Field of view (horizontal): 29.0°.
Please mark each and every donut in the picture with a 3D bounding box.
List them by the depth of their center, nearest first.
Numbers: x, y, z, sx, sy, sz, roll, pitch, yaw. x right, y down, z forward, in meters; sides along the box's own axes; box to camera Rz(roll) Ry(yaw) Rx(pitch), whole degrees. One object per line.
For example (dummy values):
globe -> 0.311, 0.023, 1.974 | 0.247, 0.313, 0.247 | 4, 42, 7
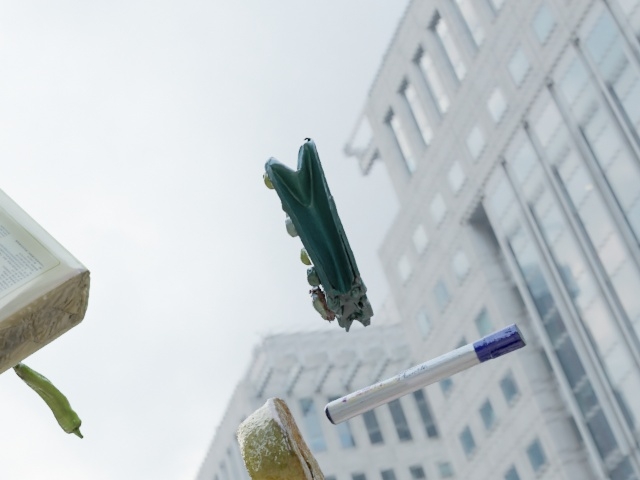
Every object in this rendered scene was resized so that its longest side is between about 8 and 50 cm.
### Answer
donut -> -0.062, 0.430, 2.244 | 0.110, 0.303, 0.303 | -25, -34, 0

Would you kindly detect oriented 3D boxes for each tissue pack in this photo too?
tissue pack -> -0.407, 0.032, 1.453 | 0.159, 0.234, 0.125 | -35, -25, -37

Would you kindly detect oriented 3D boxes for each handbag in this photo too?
handbag -> -0.005, 0.000, 1.996 | 0.100, 0.274, 0.268 | -19, -18, 0

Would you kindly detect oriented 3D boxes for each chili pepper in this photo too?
chili pepper -> -0.480, 0.265, 2.159 | 0.043, 0.049, 0.208 | -15, -57, 40

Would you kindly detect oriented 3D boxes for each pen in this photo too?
pen -> 0.131, 0.171, 1.570 | 0.269, 0.033, 0.033 | -24, -34, 10
